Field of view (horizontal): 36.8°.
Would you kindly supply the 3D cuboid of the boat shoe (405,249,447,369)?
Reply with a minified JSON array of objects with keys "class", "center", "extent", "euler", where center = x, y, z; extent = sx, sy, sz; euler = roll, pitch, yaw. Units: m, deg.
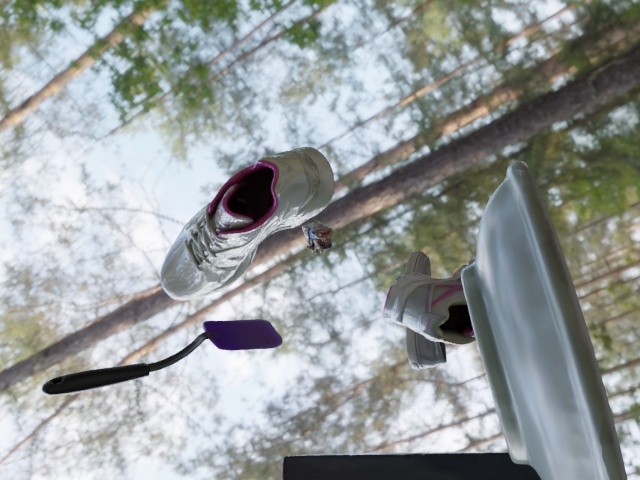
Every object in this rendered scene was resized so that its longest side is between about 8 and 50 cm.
[{"class":"boat shoe","center":[0.203,0.125,1.770],"extent":[0.079,0.081,0.228],"euler":[45,-138,-60]}]

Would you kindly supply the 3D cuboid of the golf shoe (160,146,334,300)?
[{"class":"golf shoe","center":[-0.126,-0.023,1.287],"extent":[0.115,0.306,0.140],"euler":[56,-157,15]}]

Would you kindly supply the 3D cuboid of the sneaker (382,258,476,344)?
[{"class":"sneaker","center":[0.218,0.101,1.416],"extent":[0.252,0.103,0.111],"euler":[-11,-147,-32]}]

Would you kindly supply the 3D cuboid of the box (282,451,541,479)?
[{"class":"box","center":[0.124,0.390,1.357],"extent":[0.312,0.343,0.179],"euler":[88,-179,-78]}]

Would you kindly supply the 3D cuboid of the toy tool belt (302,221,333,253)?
[{"class":"toy tool belt","center":[0.000,0.000,1.672],"extent":[0.052,0.083,0.051],"euler":[-14,-72,-17]}]

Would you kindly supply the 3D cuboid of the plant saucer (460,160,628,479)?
[{"class":"plant saucer","center":[0.223,0.120,1.017],"extent":[0.400,0.100,0.401],"euler":[-15,-90,-81]}]

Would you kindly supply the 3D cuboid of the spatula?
[{"class":"spatula","center":[-0.189,0.143,1.173],"extent":[0.296,0.084,0.030],"euler":[-16,-63,-19]}]
